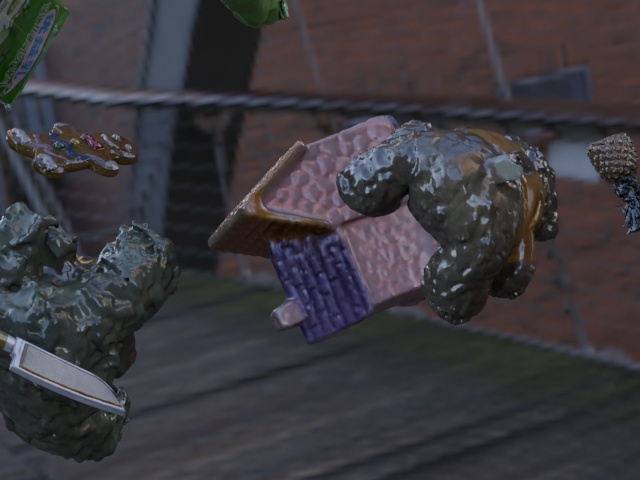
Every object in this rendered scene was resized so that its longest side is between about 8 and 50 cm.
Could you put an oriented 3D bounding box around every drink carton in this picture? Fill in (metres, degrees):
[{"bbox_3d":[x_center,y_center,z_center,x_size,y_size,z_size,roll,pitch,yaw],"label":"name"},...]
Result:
[{"bbox_3d":[-0.422,-0.275,2.067,0.108,0.161,0.271,32,-2,7],"label":"drink carton"}]

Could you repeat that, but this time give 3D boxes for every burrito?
[{"bbox_3d":[-0.096,-0.304,1.871,0.104,0.054,0.288,11,-10,23],"label":"burrito"}]

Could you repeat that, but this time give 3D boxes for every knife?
[{"bbox_3d":[-0.318,0.125,1.741,0.022,0.256,0.046,-48,23,31],"label":"knife"}]

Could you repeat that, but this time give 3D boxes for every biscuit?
[{"bbox_3d":[-0.347,-0.134,2.365,0.205,0.031,0.138,-4,34,-47],"label":"biscuit"}]

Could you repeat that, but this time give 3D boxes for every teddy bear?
[{"bbox_3d":[-0.390,0.088,2.019,0.367,0.357,0.224,30,36,15],"label":"teddy bear"},{"bbox_3d":[0.130,-0.038,1.368,0.140,0.177,0.190,-43,-8,26],"label":"teddy bear"}]

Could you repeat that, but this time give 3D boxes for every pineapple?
[{"bbox_3d":[0.352,-0.062,1.896,0.058,0.124,0.058,-20,-3,-1],"label":"pineapple"}]

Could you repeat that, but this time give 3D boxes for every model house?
[{"bbox_3d":[0.000,0.000,2.040,0.237,0.237,0.202,-20,-2,-23],"label":"model house"}]
